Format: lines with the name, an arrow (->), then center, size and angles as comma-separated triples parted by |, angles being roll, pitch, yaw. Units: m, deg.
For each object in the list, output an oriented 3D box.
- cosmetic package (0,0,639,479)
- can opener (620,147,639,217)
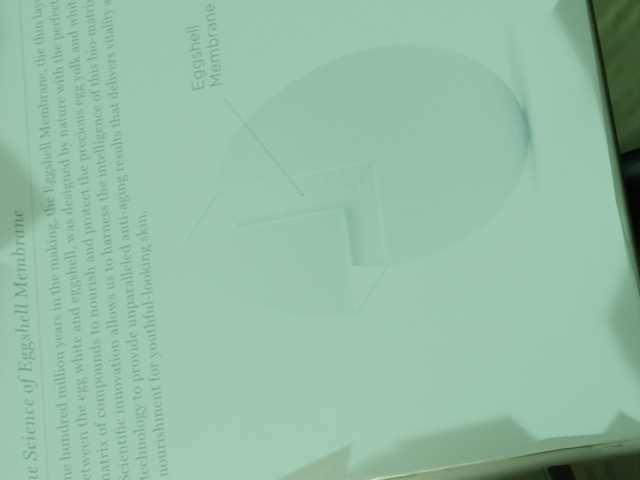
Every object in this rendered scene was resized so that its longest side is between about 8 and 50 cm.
cosmetic package -> 0.000, 0.000, 0.696 | 0.225, 0.138, 0.224 | -10, 68, 9
can opener -> 0.079, -0.001, 0.805 | 0.186, 0.073, 0.059 | -26, 7, 6
